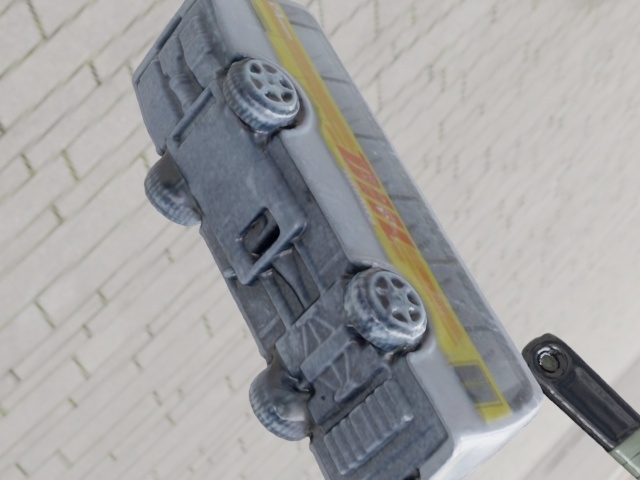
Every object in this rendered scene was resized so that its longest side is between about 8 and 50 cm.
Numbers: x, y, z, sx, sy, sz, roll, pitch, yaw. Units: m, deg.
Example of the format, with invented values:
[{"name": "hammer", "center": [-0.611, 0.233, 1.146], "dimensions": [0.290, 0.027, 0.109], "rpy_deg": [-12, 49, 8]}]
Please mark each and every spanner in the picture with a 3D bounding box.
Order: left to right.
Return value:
[{"name": "spanner", "center": [0.260, 0.186, 0.923], "dimensions": [0.087, 0.316, 0.024], "rpy_deg": [-45, 172, -19]}]

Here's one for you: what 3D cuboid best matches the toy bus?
[{"name": "toy bus", "center": [0.000, 0.000, 0.438], "dimensions": [0.075, 0.190, 0.064], "rpy_deg": [-1, 143, -48]}]
